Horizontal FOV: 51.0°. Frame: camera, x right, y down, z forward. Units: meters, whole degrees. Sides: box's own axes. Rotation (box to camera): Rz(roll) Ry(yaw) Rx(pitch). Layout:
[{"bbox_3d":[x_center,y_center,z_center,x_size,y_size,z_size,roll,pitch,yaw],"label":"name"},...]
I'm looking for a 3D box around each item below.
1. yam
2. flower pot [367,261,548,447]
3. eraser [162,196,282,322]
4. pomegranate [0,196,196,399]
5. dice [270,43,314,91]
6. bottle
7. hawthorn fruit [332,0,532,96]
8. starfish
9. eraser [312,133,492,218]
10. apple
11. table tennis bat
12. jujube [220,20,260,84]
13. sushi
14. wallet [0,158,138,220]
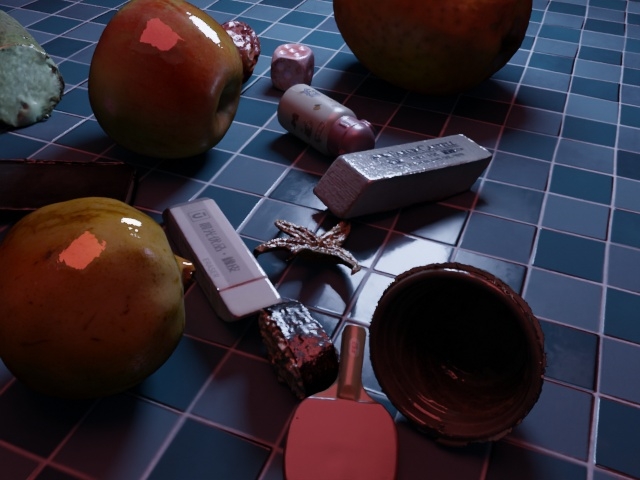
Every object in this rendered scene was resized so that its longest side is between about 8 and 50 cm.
[{"bbox_3d":[-0.715,-0.397,1.508,0.195,0.195,0.300,-23,46,-30],"label":"yam"},{"bbox_3d":[0.191,0.132,0.876,0.235,0.236,0.140,26,21,27],"label":"flower pot"},{"bbox_3d":[-0.170,0.023,1.095,0.089,0.061,0.352,-18,42,-23],"label":"eraser"},{"bbox_3d":[-0.291,0.073,0.871,0.264,0.264,0.264,2,38,-1],"label":"pomegranate"},{"bbox_3d":[-0.069,-0.426,1.658,0.091,0.093,0.094,12,38,12],"label":"dice"},{"bbox_3d":[0.016,-0.238,1.407,0.109,0.110,0.233,-25,45,-31],"label":"bottle"},{"bbox_3d":[0.278,-0.566,1.624,0.471,0.472,0.472,2,38,-1],"label":"hawthorn fruit"},{"bbox_3d":[-0.002,0.008,1.135,0.213,0.057,0.238,23,24,29],"label":"starfish"},{"bbox_3d":[0.163,-0.128,1.282,0.352,0.077,0.111,-14,41,-28],"label":"eraser"},{"bbox_3d":[-0.298,-0.315,1.333,0.277,0.319,0.319,26,39,-3],"label":"apple"},{"bbox_3d":[0.030,0.220,0.822,0.138,0.022,0.247,8,60,2],"label":"table tennis bat"},{"bbox_3d":[-0.226,-0.463,1.657,0.155,0.155,0.230,3,31,1],"label":"jujube"},{"bbox_3d":[-0.033,0.146,0.924,0.078,0.091,0.150,-18,44,-19],"label":"sushi"},{"bbox_3d":[-0.504,-0.093,1.240,0.317,0.045,0.173,-1,41,-5],"label":"wallet"}]
